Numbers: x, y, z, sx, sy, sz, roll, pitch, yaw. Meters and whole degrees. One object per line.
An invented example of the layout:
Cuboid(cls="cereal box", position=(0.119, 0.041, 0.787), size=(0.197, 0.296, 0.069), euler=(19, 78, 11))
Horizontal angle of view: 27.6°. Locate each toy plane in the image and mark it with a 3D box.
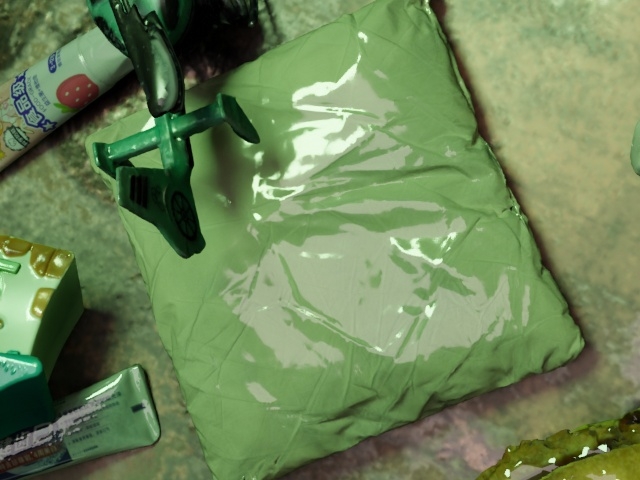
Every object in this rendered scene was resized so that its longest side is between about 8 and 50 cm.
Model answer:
Cuboid(cls="toy plane", position=(-0.114, -0.158, 0.854), size=(0.106, 0.155, 0.382), euler=(-19, 66, 19))

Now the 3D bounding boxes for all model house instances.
Cuboid(cls="model house", position=(-0.244, 0.076, 0.906), size=(0.127, 0.100, 0.149), euler=(13, 64, 2))

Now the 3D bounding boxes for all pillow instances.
Cuboid(cls="pillow", position=(-0.002, -0.001, 0.879), size=(0.274, 0.076, 0.281), euler=(-24, 82, 15))

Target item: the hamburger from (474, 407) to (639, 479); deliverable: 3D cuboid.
Cuboid(cls="hamburger", position=(0.197, 0.244, 0.761), size=(0.259, 0.144, 0.283), euler=(-15, 88, 8))

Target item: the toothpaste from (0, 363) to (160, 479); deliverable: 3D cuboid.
Cuboid(cls="toothpaste", position=(-0.231, 0.156, 0.953), size=(0.233, 0.038, 0.060), euler=(-19, 88, -1))

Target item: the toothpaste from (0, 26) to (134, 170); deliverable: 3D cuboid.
Cuboid(cls="toothpaste", position=(-0.219, -0.101, 0.978), size=(0.194, 0.043, 0.067), euler=(-30, 81, 22))

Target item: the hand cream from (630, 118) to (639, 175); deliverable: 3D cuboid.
Cuboid(cls="hand cream", position=(0.267, -0.053, 0.814), size=(0.143, 0.039, 0.061), euler=(9, 85, 10))
